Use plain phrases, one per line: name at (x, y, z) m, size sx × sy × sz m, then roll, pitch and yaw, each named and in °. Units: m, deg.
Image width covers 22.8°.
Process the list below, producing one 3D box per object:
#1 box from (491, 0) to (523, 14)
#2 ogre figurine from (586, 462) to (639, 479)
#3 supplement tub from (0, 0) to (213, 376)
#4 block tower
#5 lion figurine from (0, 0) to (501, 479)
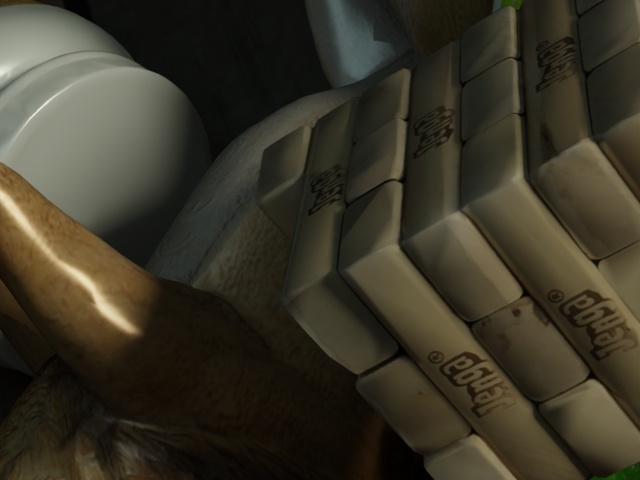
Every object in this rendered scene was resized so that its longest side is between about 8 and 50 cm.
box at (0.133, -0.126, 0.520) m, size 0.114 × 0.103 × 0.203 m, roll -39°, pitch 35°, yaw 55°
ogre figurine at (0.110, 0.064, 0.477) m, size 0.118 × 0.097 × 0.197 m, roll 7°, pitch 109°, yaw 32°
supplement tub at (-0.156, -0.035, 0.644) m, size 0.199 × 0.144 × 0.144 m, roll 22°, pitch 77°, yaw 36°
block tower at (0.141, -0.048, 0.369) m, size 0.335 × 0.091 × 0.097 m, roll -29°, pitch 26°, yaw 23°
lion figurine at (0.000, 0.000, 0.530) m, size 0.392 × 0.240 × 0.142 m, roll -51°, pitch 20°, yaw -19°
